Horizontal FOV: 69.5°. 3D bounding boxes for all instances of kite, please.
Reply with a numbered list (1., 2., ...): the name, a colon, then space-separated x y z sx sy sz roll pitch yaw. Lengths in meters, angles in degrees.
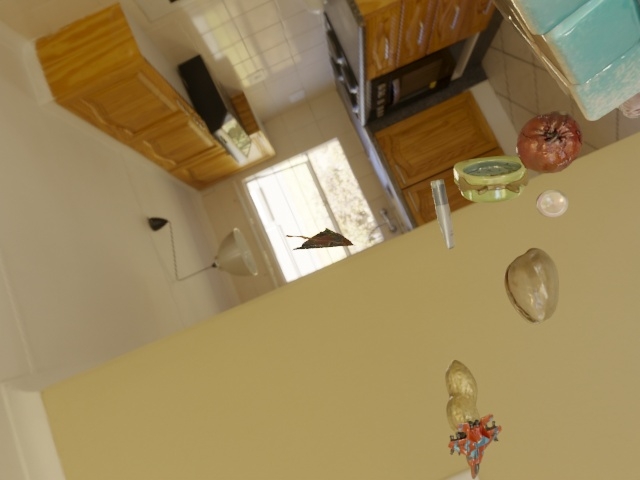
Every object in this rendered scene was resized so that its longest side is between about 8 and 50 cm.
1. kite: 0.000 0.000 0.980 0.190 0.159 0.010 -32 -50 -63

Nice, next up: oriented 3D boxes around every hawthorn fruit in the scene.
1. hawthorn fruit: 0.550 -0.226 1.118 0.148 0.148 0.172 67 -167 18

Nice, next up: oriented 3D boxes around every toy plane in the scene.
1. toy plane: 0.340 0.463 1.028 0.061 0.130 0.189 -119 19 -54

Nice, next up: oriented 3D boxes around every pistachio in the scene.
1. pistachio: 0.507 0.105 1.098 0.124 0.125 0.184 59 -152 -71

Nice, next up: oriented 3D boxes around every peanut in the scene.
1. peanut: 0.344 0.385 1.123 0.082 0.082 0.187 63 -151 -53

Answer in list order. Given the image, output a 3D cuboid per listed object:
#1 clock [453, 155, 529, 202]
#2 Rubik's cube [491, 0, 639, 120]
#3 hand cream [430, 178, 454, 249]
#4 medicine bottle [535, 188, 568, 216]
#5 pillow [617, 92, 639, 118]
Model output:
1. clock: 0.577 -0.201 1.557 0.308 0.235 0.096 -65 -31 -62
2. Rubik's cube: 0.307 -0.383 0.475 0.316 0.322 0.318 19 -136 -47
3. hand cream: 0.446 -0.094 1.667 0.079 0.048 0.255 -18 -85 -54
4. medicine bottle: 0.440 -0.070 0.881 0.052 0.052 0.089 66 -158 6
5. pillow: 0.724 -0.339 0.934 0.038 0.233 0.130 -38 -69 -68
